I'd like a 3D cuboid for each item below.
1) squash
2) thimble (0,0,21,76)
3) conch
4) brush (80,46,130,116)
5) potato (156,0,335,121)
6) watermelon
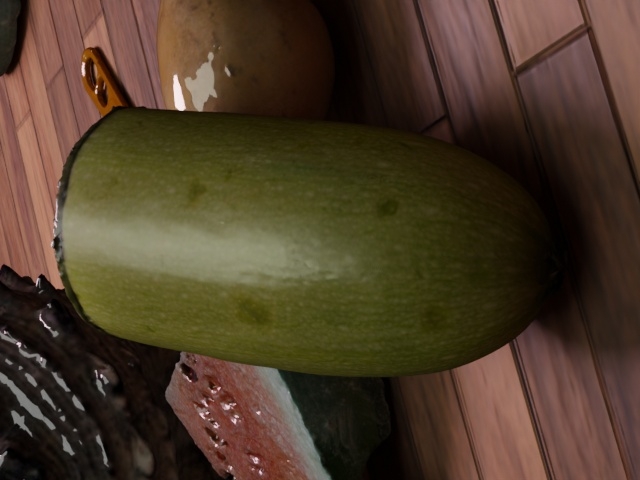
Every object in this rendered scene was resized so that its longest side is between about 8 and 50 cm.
[{"bbox_3d":[0.000,0.000,0.684,0.247,0.132,0.133,5,105,30],"label":"squash"},{"bbox_3d":[-0.401,-0.257,1.376,0.235,0.143,0.199,24,119,59],"label":"thimble"},{"bbox_3d":[-0.180,0.145,1.093,0.240,0.186,0.313,22,136,65],"label":"conch"},{"bbox_3d":[-0.137,-0.059,1.089,0.314,0.017,0.090,55,140,39],"label":"brush"},{"bbox_3d":[-0.046,-0.107,0.810,0.112,0.112,0.147,-38,67,59],"label":"potato"},{"bbox_3d":[-0.037,0.101,0.901,0.241,0.094,0.154,-29,83,62],"label":"watermelon"}]
